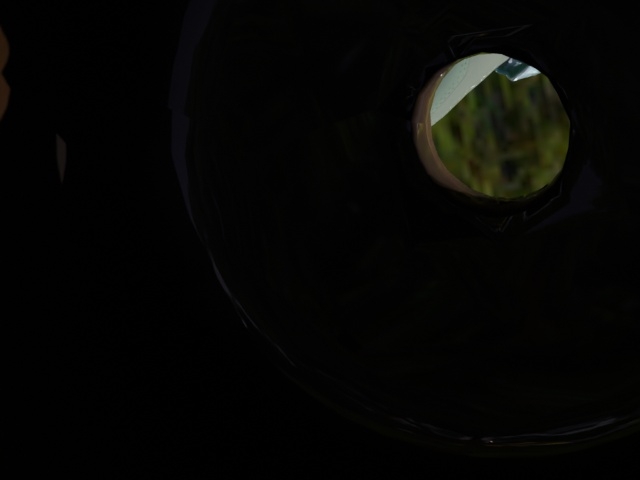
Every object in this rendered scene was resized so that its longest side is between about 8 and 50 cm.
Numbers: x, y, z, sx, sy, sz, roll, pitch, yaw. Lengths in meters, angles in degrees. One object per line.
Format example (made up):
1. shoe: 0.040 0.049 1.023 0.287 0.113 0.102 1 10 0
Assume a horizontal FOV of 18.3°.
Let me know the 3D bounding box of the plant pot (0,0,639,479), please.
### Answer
1. plant pot: 0.000 0.000 0.238 0.263 0.263 0.229 -14 -172 22

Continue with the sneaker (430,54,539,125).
1. sneaker: 0.131 -0.084 0.822 0.256 0.151 0.094 -41 -174 -10
